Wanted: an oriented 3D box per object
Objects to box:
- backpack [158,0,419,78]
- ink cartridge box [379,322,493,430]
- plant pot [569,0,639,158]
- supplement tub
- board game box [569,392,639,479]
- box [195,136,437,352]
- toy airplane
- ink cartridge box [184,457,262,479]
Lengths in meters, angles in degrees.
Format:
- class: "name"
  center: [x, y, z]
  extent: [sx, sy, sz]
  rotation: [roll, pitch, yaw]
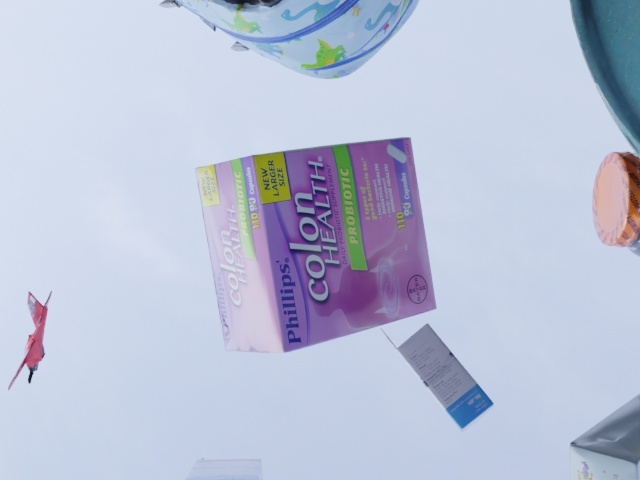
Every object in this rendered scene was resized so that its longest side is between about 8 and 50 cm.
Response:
- class: "backpack"
  center: [-0.049, -0.343, 1.066]
  extent: [0.290, 0.273, 0.355]
  rotation: [-46, -141, -3]
- class: "ink cartridge box"
  center: [0.166, 0.182, 1.339]
  extent: [0.060, 0.104, 0.180]
  rotation: [-39, -106, -1]
- class: "plant pot"
  center: [0.442, -0.224, 0.764]
  extent: [0.334, 0.341, 0.341]
  rotation: [-33, -169, 50]
- class: "supplement tub"
  center: [0.657, -0.064, 1.617]
  extent: [0.337, 0.207, 0.207]
  rotation: [2, -142, -6]
- class: "board game box"
  center: [0.411, 0.378, 1.217]
  extent: [0.097, 0.303, 0.224]
  rotation: [7, -164, 42]
- class: "box"
  center: [0.000, 0.000, 1.097]
  extent: [0.243, 0.214, 0.117]
  rotation: [-11, -177, -39]
- class: "toy airplane"
  center: [-0.381, 0.126, 1.264]
  extent: [0.028, 0.151, 0.151]
  rotation: [13, -141, -5]
- class: "ink cartridge box"
  center: [-0.098, 0.306, 0.998]
  extent: [0.078, 0.134, 0.231]
  rotation: [-2, 175, -3]
